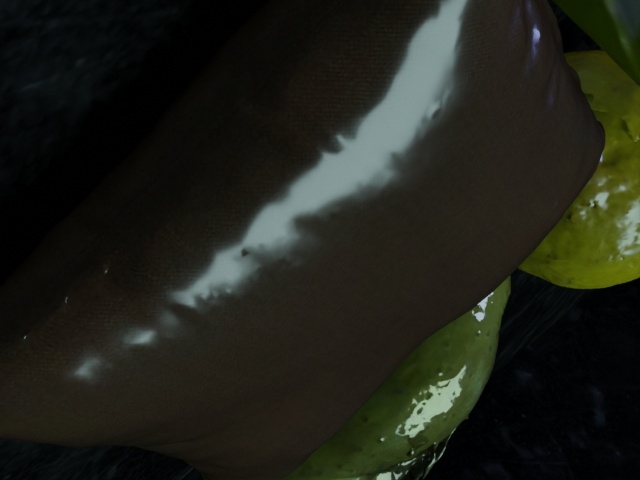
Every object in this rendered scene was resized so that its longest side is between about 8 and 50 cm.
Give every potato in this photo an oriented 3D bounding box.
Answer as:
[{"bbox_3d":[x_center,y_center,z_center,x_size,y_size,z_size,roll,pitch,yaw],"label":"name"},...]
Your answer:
[{"bbox_3d":[0.022,0.084,0.813,0.248,0.169,0.143,-51,144,9],"label":"potato"}]

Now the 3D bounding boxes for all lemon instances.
[{"bbox_3d":[0.197,-0.054,0.921,0.180,0.180,0.193,-59,-178,45],"label":"lemon"}]

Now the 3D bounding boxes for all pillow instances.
[{"bbox_3d":[0.000,0.000,0.598,0.305,0.108,0.308,-45,154,5],"label":"pillow"}]

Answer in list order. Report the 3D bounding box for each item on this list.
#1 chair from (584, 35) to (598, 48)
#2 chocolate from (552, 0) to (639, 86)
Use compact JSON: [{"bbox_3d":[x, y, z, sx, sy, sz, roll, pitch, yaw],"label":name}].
[{"bbox_3d":[0.345,-0.219,0.950,0.154,0.141,0.260,-31,163,-45],"label":"chair"},{"bbox_3d":[0.272,-0.211,0.587,0.301,0.137,0.289,-19,162,-11],"label":"chocolate"}]
